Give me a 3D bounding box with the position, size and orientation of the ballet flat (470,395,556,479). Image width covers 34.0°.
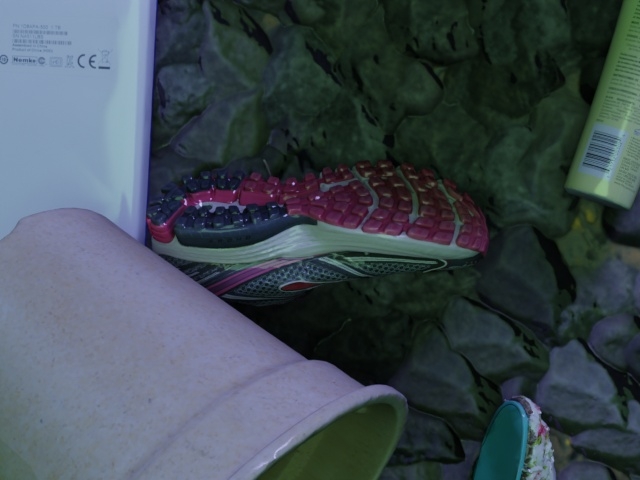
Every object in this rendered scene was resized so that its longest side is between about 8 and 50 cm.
[{"bbox_3d":[0.172,0.255,0.952,0.077,0.091,0.241,10,102,-23],"label":"ballet flat"}]

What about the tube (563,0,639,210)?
[{"bbox_3d":[0.281,-0.146,0.905,0.070,0.062,0.240,17,93,-38],"label":"tube"}]

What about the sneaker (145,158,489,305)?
[{"bbox_3d":[0.000,0.000,0.938,0.299,0.121,0.112,0,124,7],"label":"sneaker"}]

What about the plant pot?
[{"bbox_3d":[-0.155,0.149,0.825,0.305,0.334,0.334,40,100,23],"label":"plant pot"}]

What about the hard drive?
[{"bbox_3d":[-0.265,-0.105,0.990,0.210,0.040,0.319,5,96,8],"label":"hard drive"}]
